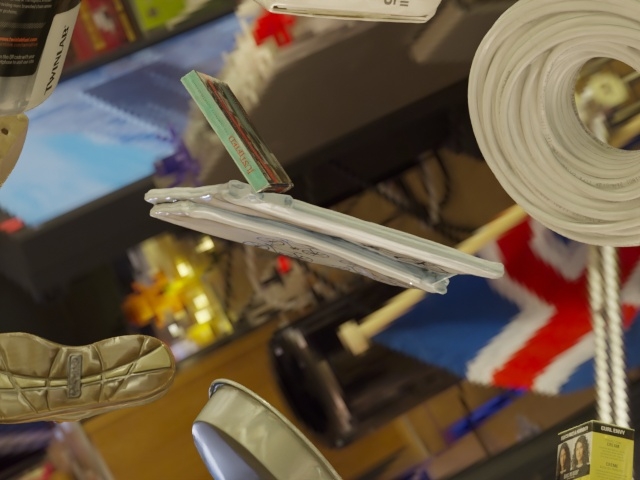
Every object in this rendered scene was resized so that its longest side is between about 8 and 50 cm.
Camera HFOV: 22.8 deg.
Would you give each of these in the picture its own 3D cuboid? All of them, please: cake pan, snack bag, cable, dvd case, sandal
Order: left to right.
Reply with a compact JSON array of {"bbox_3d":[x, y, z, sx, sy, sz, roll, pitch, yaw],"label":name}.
[{"bbox_3d":[-0.192,0.109,1.208,0.049,0.180,0.072,64,-154,-59],"label":"sandal"},{"bbox_3d":[-0.052,-0.069,1.035,0.087,0.013,0.119,56,-173,2],"label":"dvd case"},{"bbox_3d":[-0.047,0.290,1.849,0.293,0.054,0.293,41,157,22],"label":"cake pan"},{"bbox_3d":[0.000,0.000,1.697,0.342,0.323,0.037,0,74,69],"label":"snack bag"},{"bbox_3d":[0.264,-0.120,1.430,0.257,0.089,0.257,50,130,1],"label":"cable"}]

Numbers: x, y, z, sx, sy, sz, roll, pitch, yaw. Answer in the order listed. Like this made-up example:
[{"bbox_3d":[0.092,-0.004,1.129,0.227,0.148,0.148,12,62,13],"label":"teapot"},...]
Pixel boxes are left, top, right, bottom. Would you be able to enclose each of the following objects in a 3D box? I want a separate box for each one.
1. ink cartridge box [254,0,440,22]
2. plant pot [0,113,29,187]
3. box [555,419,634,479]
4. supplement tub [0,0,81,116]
[{"bbox_3d":[-0.017,-0.267,1.021,0.273,0.115,0.198,-138,52,-60],"label":"ink cartridge box"},{"bbox_3d":[-0.358,-0.097,1.613,0.109,0.109,0.096,36,133,-13],"label":"plant pot"},{"bbox_3d":[0.293,0.319,1.728,0.087,0.058,0.232,140,140,-63],"label":"box"},{"bbox_3d":[-0.293,-0.298,1.396,0.207,0.207,0.338,44,124,36],"label":"supplement tub"}]
